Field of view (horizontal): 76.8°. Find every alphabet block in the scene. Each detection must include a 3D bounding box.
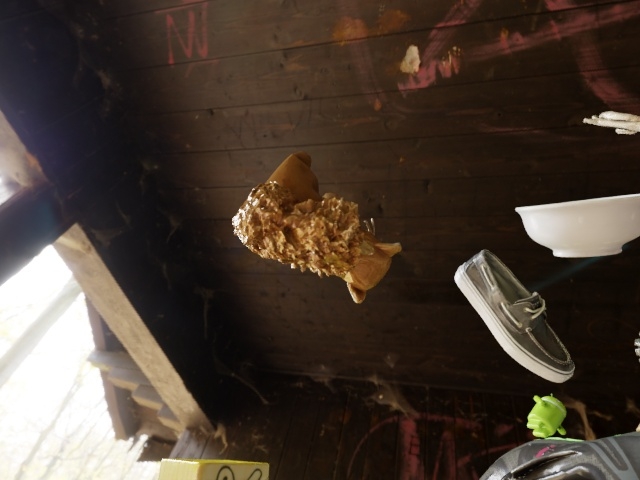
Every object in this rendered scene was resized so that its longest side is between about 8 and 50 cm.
[{"bbox_3d":[-0.245,0.595,0.890,0.193,0.197,0.192,-23,-38,39],"label":"alphabet block"}]

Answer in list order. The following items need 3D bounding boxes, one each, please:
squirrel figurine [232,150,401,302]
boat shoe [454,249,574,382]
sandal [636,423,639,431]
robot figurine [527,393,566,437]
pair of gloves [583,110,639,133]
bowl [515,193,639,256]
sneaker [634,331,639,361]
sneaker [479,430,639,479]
[{"bbox_3d":[0.000,0.000,0.974,0.370,0.397,0.281,37,-79,-1],"label":"squirrel figurine"},{"bbox_3d":[0.453,0.164,0.930,0.335,0.121,0.119,51,-43,26],"label":"boat shoe"},{"bbox_3d":[0.754,0.484,0.815,0.240,0.079,0.088,39,-18,24],"label":"sandal"},{"bbox_3d":[0.585,0.452,1.043,0.101,0.115,0.067,53,-27,6],"label":"robot figurine"},{"bbox_3d":[0.752,-0.253,0.925,0.240,0.204,0.042,-4,-63,-34],"label":"pair of gloves"},{"bbox_3d":[0.647,-0.033,0.993,0.297,0.298,0.134,-5,-88,20],"label":"bowl"},{"bbox_3d":[0.937,0.234,0.952,0.343,0.146,0.134,-19,-92,-15],"label":"sneaker"},{"bbox_3d":[0.251,0.317,0.456,0.202,0.185,0.483,-3,-39,-9],"label":"sneaker"}]
